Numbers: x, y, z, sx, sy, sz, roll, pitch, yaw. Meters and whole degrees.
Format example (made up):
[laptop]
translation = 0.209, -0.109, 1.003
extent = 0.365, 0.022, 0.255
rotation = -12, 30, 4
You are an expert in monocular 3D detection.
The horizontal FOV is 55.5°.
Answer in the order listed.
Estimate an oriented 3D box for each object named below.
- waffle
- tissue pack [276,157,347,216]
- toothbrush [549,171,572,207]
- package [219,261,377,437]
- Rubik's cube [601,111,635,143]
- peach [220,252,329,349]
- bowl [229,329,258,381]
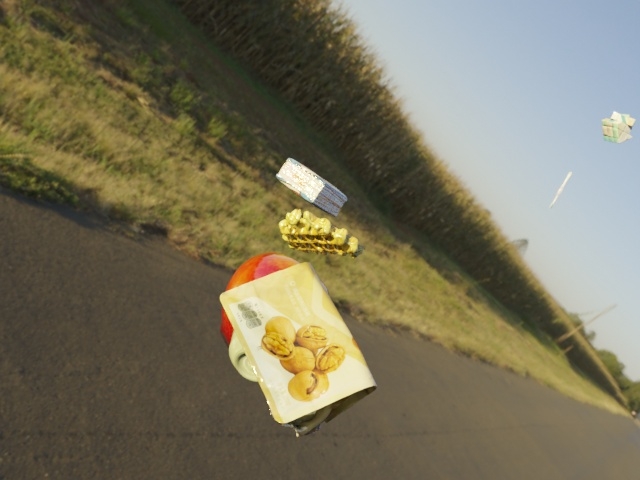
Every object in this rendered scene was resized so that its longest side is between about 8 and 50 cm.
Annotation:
[waffle]
translation = 0.000, 0.000, 1.238
extent = 0.192, 0.046, 0.160
rotation = 23, -23, 17
[tissue pack]
translation = -0.018, -0.118, 1.380
extent = 0.116, 0.065, 0.155
rotation = 36, 6, 23
[toothbrush]
translation = 0.766, -0.161, 1.943
extent = 0.011, 0.131, 0.013
rotation = 30, 0, 25
[package]
translation = -0.055, 0.232, 1.262
extent = 0.311, 0.221, 0.165
rotation = 59, -23, 28
[Rubik's cube]
translation = 0.821, -0.313, 1.664
extent = 0.075, 0.073, 0.084
rotation = -124, -162, -50
[peach]
translation = -0.156, 0.233, 1.984
extent = 0.388, 0.388, 0.388
rotation = 47, 11, -12
[bowl]
translation = -0.177, 0.333, 1.774
extent = 0.211, 0.211, 0.112
rotation = 47, 30, -11
